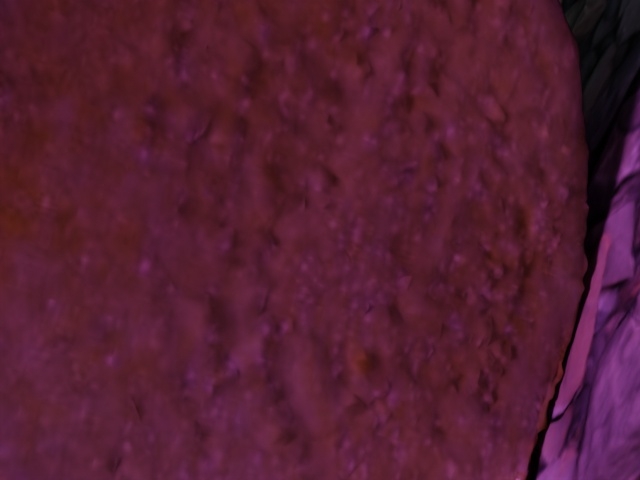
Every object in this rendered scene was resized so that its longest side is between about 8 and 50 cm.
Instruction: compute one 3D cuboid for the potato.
[{"bbox_3d":[-0.108,0.009,0.959,0.319,0.385,0.442,-6,66,49],"label":"potato"}]
